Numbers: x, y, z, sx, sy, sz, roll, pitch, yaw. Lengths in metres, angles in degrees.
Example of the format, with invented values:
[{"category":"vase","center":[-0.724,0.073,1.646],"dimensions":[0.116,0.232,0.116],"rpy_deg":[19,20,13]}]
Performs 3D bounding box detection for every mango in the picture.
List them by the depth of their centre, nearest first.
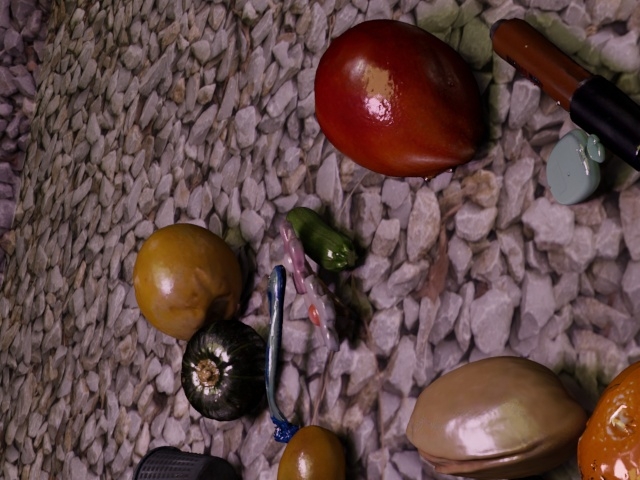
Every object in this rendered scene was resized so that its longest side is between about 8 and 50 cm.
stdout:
[{"category":"mango","center":[-0.015,0.426,1.865],"dimensions":[0.136,0.099,0.228],"rpy_deg":[-9,79,46]}]

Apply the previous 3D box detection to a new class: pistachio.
[{"category":"pistachio","center":[0.240,0.247,1.507],"dimensions":[0.293,0.162,0.181],"rpy_deg":[-12,26,49]}]

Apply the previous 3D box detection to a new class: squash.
[{"category":"squash","center":[0.000,0.000,2.025],"dimensions":[0.219,0.068,0.077],"rpy_deg":[35,108,53]},{"category":"squash","center":[-0.178,0.247,2.108],"dimensions":[0.193,0.156,0.193],"rpy_deg":[-14,63,28]}]

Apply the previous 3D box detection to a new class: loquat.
[{"category":"loquat","center":[-0.275,0.081,2.244],"dimensions":[0.244,0.243,0.244],"rpy_deg":[-25,58,48]}]

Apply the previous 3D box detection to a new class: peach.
[{"category":"peach","center":[0.112,-0.233,1.845],"dimensions":[0.258,0.201,0.362],"rpy_deg":[-62,37,15]}]

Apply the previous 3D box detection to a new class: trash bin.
[{"category":"trash bin","center":[-0.247,0.475,2.118],"dimensions":[0.161,0.175,0.175],"rpy_deg":[-16,64,40]}]

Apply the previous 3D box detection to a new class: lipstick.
[{"category":"lipstick","center":[0.364,-0.223,1.602],"dimensions":[0.077,0.077,0.418],"rpy_deg":[-60,36,20]}]

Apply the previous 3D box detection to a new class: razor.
[{"category":"razor","center":[-0.076,0.206,1.994],"dimensions":[0.093,0.056,0.324],"rpy_deg":[-4,90,53]}]

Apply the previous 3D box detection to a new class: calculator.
[{"category":"calculator","center":[0.357,-0.103,1.560],"dimensions":[0.153,0.021,0.095],"rpy_deg":[121,136,-68]}]

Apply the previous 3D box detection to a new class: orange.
[{"category":"orange","center":[0.409,0.241,1.281],"dimensions":[0.234,0.182,0.234],"rpy_deg":[-48,30,40]}]

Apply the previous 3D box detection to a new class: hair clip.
[{"category":"hair clip","center":[-0.012,0.082,1.961],"dimensions":[0.075,0.146,0.257],"rpy_deg":[-29,63,-9]}]

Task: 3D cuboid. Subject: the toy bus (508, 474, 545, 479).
[{"category":"toy bus","center":[0.250,0.375,1.546],"dimensions":[0.172,0.057,0.072],"rpy_deg":[-27,65,47]}]
